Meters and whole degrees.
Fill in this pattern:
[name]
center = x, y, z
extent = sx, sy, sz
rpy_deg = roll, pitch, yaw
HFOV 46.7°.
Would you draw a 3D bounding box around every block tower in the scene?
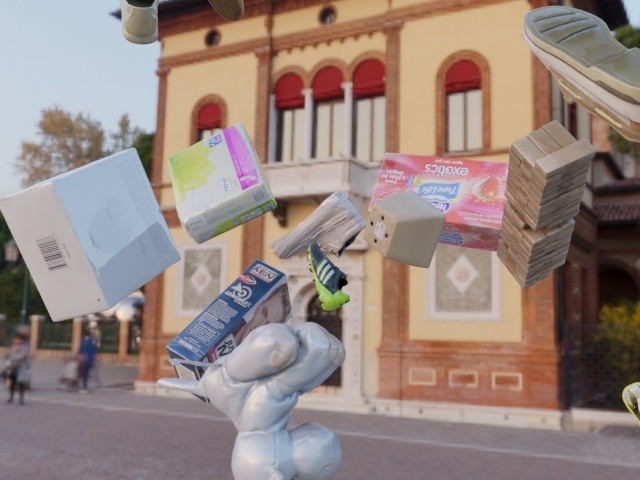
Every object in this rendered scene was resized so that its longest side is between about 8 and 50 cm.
[block tower]
center = 0.367, -0.054, 1.239
extent = 0.091, 0.097, 0.335
rpy_deg = -26, -32, -10

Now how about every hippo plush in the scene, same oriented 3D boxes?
[hippo plush]
center = -0.072, 0.275, 1.160
extent = 0.294, 0.236, 0.234
rpy_deg = -4, -26, -25

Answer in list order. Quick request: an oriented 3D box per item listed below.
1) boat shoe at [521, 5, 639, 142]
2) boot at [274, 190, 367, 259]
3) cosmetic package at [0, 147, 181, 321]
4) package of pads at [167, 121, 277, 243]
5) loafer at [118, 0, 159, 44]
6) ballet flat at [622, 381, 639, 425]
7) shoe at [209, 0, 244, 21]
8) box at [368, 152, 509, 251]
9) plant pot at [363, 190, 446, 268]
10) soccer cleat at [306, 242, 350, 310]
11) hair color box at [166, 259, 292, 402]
[boat shoe]
center = 0.390, -0.248, 1.086
extent = 0.113, 0.302, 0.103
rpy_deg = -18, -48, -7
[boot]
center = 0.000, 0.000, 1.824
extent = 0.258, 0.123, 0.095
rpy_deg = -43, -5, 35
[cosmetic package]
center = -0.389, -0.015, 1.280
extent = 0.138, 0.224, 0.225
rpy_deg = -13, 14, 28
[package of pads]
center = -0.255, -0.146, 1.839
extent = 0.229, 0.296, 0.101
rpy_deg = -26, -47, 2
[loafer]
center = -0.391, -0.541, 1.595
extent = 0.102, 0.268, 0.092
rpy_deg = -4, -31, -24
[ballet flat]
center = 0.699, 0.354, 1.592
extent = 0.077, 0.077, 0.231
rpy_deg = -39, 14, 15
[shoe]
center = -0.202, -0.535, 1.456
extent = 0.076, 0.058, 0.219
rpy_deg = 5, -39, 30
[box]
center = 0.273, -0.077, 1.540
extent = 0.300, 0.142, 0.154
rpy_deg = 10, -16, 31
[plant pot]
center = 0.141, -0.020, 1.321
extent = 0.096, 0.109, 0.109
rpy_deg = -1, 29, -33
[soccer cleat]
center = 0.017, 0.073, 1.577
extent = 0.072, 0.179, 0.060
rpy_deg = -16, -40, -1
[hair color box]
center = -0.222, 0.228, 1.899
extent = 0.105, 0.347, 0.174
rpy_deg = 25, -37, 27
